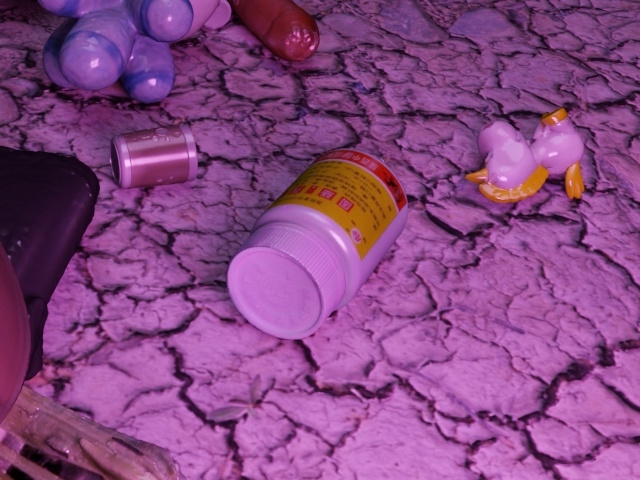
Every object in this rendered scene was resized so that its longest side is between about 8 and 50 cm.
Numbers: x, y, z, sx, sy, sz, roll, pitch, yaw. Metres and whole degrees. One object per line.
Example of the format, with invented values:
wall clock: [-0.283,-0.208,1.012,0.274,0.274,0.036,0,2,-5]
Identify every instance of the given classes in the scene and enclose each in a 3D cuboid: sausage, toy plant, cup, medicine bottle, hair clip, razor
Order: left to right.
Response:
razor: [-0.355,0.013,1.100,0.189,0.107,0.327,6,38,-3]
hair clip: [-0.258,0.197,0.901,0.321,0.091,0.138,24,75,23]
toy plant: [-0.281,-0.323,1.463,0.247,0.247,0.332,11,42,2]
cup: [-0.220,-0.115,1.316,0.099,0.074,0.102,-10,41,-22]
medicine bottle: [-0.188,-0.393,1.693,0.057,0.057,0.089,-11,43,-24]
sausage: [-0.114,-0.413,1.709,0.094,0.094,0.419,-23,46,-14]
medicine bottle: [0.000,0.000,1.163,0.139,0.139,0.225,22,40,16]

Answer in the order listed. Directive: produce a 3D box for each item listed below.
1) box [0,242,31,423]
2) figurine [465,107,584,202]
box: [-0.416,0.053,0.839,0.301,0.216,0.301,-6,61,12]
figurine: [0.280,-0.113,1.413,0.178,0.109,0.130,-8,63,-16]
